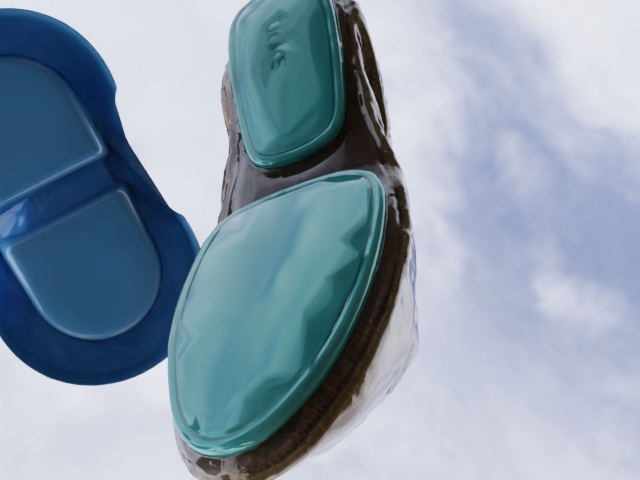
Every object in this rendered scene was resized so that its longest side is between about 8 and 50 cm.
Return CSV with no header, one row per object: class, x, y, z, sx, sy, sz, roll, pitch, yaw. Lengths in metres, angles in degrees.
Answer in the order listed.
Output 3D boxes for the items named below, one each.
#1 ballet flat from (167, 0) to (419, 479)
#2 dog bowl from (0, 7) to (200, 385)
ballet flat,0.000,0.000,0.552,0.342,0.116,0.124,-93,-23,-48
dog bowl,-0.208,-0.032,0.844,0.165,0.074,0.297,-28,-81,-10
